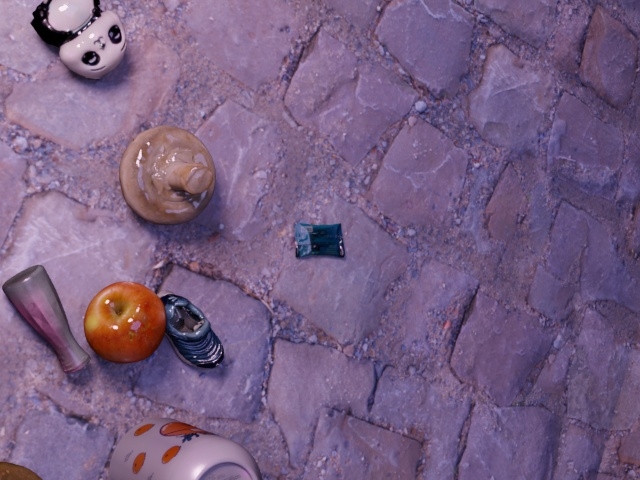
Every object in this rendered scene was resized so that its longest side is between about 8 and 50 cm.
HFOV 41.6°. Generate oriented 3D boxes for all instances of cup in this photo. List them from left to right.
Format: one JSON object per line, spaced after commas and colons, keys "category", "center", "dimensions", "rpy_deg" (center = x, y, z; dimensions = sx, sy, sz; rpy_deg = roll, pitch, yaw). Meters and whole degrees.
{"category": "cup", "center": [-0.256, 0.472, 1.635], "dimensions": [0.212, 0.317, 0.213], "rpy_deg": [2, 87, -33]}

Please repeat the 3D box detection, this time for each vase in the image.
{"category": "vase", "center": [-0.522, 0.157, 1.627], "dimensions": [0.086, 0.086, 0.214], "rpy_deg": [-37, 111, -29]}

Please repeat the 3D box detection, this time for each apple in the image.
{"category": "apple", "center": [-0.386, 0.166, 1.668], "dimensions": [0.163, 0.139, 0.164], "rpy_deg": [-2, 59, 4]}

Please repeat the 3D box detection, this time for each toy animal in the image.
{"category": "toy animal", "center": [-0.460, -0.417, 1.665], "dimensions": [0.166, 0.138, 0.179], "rpy_deg": [-42, 105, -11]}

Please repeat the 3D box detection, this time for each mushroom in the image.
{"category": "mushroom", "center": [-0.296, -0.131, 1.710], "dimensions": [0.207, 0.215, 0.208], "rpy_deg": [-4, 97, -35]}

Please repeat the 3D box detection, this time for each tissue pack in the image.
{"category": "tissue pack", "center": [0.000, 0.000, 2.007], "dimensions": [0.138, 0.028, 0.085], "rpy_deg": [-1, 87, -36]}

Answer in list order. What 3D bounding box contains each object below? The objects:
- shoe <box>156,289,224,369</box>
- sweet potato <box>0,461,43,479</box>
{"category": "shoe", "center": [-0.273, 0.192, 1.770], "dimensions": [0.091, 0.106, 0.207], "rpy_deg": [-49, 118, -24]}
{"category": "sweet potato", "center": [-0.618, 0.470, 1.532], "dimensions": [0.309, 0.098, 0.124], "rpy_deg": [-5, 111, -35]}
